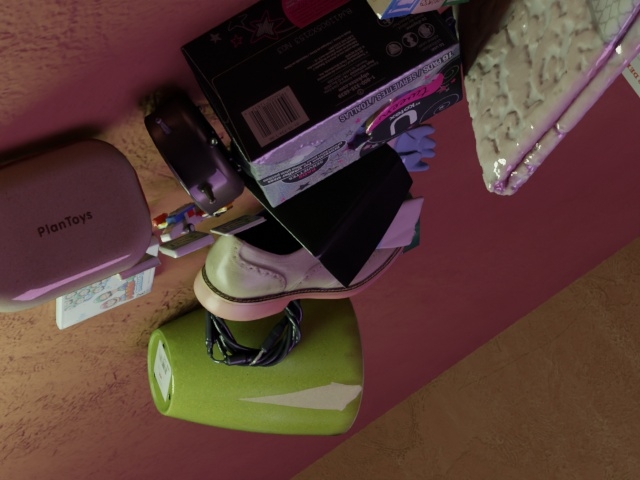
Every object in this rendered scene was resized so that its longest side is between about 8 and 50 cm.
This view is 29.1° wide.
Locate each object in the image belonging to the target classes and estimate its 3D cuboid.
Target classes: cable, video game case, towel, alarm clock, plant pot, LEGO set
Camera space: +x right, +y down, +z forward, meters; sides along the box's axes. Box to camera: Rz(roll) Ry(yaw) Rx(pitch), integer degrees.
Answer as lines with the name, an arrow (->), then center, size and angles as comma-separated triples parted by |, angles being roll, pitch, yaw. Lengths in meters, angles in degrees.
cable -> -0.100, 0.100, 1.864 | 0.150, 0.185, 0.047 | 2, 178, -11
video game case -> -0.292, 0.059, 1.683 | 0.143, 0.019, 0.157 | -23, 161, -22
towel -> 0.231, -0.262, 1.241 | 0.053, 0.332, 0.317 | 14, 139, -20
alarm clock -> -0.135, -0.098, 1.373 | 0.064, 0.129, 0.192 | -34, -173, 0
plant pot -> -0.121, 0.195, 1.994 | 0.293, 0.275, 0.275 | -3, 151, -24
LEGO set -> -0.185, -0.017, 1.480 | 0.182, 0.060, 0.244 | -23, -169, -16
plant pot -> 0.012, -0.075, 1.584 | 0.167, 0.188, 0.187 | -44, 161, 0

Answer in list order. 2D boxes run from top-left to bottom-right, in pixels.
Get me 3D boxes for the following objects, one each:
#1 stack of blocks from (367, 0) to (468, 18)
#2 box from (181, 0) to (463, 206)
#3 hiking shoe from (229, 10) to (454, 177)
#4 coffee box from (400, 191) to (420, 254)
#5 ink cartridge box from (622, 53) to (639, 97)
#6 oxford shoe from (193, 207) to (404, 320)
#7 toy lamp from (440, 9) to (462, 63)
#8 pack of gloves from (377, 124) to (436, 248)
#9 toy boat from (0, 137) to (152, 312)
stack of blocks -> 0.160, -0.344, 1.138 | 0.171, 0.087, 0.297 | -17, 158, -37
box -> 0.008, -0.175, 1.318 | 0.247, 0.163, 0.142 | -30, 160, -2
hiking shoe -> 0.019, -0.180, 1.453 | 0.304, 0.113, 0.132 | -31, 152, -27
coffee box -> 0.115, -0.011, 2.114 | 0.113, 0.040, 0.184 | -29, 161, -5
ink cartridge box -> 0.561, -0.301, 1.909 | 0.082, 0.140, 0.191 | -17, 157, -40
oxford shoe -> 0.000, 0.000, 1.818 | 0.397, 0.140, 0.146 | -22, 147, -42
toy lamp -> 0.229, -0.241, 1.642 | 0.080, 0.080, 0.274 | -39, 159, 22
pack of gloves -> 0.083, -0.080, 1.801 | 0.232, 0.046, 0.195 | -9, 118, -56
toy boat -> -0.307, -0.014, 1.329 | 0.231, 0.151, 0.151 | -22, -171, -26
